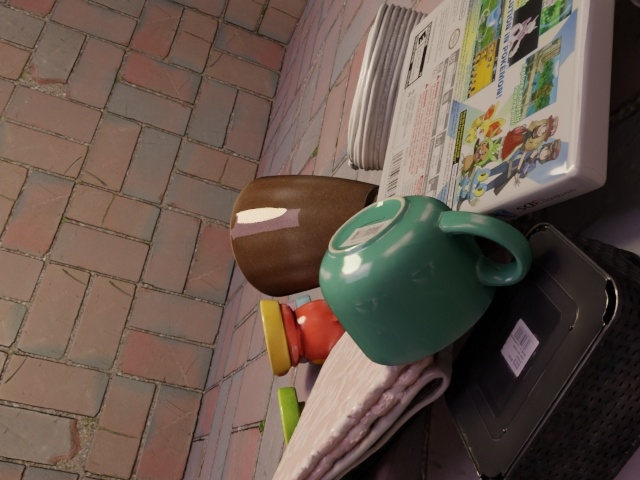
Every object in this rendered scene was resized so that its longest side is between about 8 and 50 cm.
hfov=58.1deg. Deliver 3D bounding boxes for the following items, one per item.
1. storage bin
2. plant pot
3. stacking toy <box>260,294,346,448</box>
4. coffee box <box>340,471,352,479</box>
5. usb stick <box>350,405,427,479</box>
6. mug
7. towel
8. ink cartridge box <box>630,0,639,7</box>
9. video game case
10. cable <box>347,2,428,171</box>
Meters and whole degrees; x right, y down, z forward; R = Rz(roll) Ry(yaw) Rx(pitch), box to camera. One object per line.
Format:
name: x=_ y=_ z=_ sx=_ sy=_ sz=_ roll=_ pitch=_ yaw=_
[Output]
storage bin: x=0.181 y=0.093 z=0.437 sx=0.122 sy=0.084 sz=0.180 roll=-104 pitch=33 yaw=-64
plant pot: x=0.008 y=-0.019 z=0.945 sx=0.230 sy=0.215 sz=0.215 roll=-8 pitch=62 yaw=40
stacking toy: x=-0.014 y=0.227 z=1.010 sx=0.309 sy=0.130 sz=0.280 roll=130 pitch=129 yaw=-85
coffee box: x=0.013 y=0.363 z=0.749 sx=0.113 sy=0.040 sz=0.184 roll=-61 pitch=36 yaw=38
usb stick: x=0.075 y=0.237 z=0.748 sx=0.077 sy=0.045 sz=0.278 roll=-101 pitch=30 yaw=-47
mug: x=0.075 y=0.016 z=0.475 sx=0.157 sy=0.097 sz=0.129 roll=-35 pitch=17 yaw=7
towel: x=0.066 y=0.133 z=0.674 sx=0.332 sy=0.053 sz=0.317 roll=-56 pitch=1 yaw=35
ink cartridge box: x=0.320 y=-0.325 z=0.445 sx=0.232 sy=0.066 sz=0.189 roll=118 pitch=163 yaw=-51
video game case: x=0.163 y=-0.159 z=0.591 sx=0.300 sy=0.036 sz=0.329 roll=-27 pitch=46 yaw=61
cable: x=0.107 y=-0.234 z=0.906 sx=0.257 sy=0.089 sz=0.257 roll=-25 pitch=-52 yaw=-82
